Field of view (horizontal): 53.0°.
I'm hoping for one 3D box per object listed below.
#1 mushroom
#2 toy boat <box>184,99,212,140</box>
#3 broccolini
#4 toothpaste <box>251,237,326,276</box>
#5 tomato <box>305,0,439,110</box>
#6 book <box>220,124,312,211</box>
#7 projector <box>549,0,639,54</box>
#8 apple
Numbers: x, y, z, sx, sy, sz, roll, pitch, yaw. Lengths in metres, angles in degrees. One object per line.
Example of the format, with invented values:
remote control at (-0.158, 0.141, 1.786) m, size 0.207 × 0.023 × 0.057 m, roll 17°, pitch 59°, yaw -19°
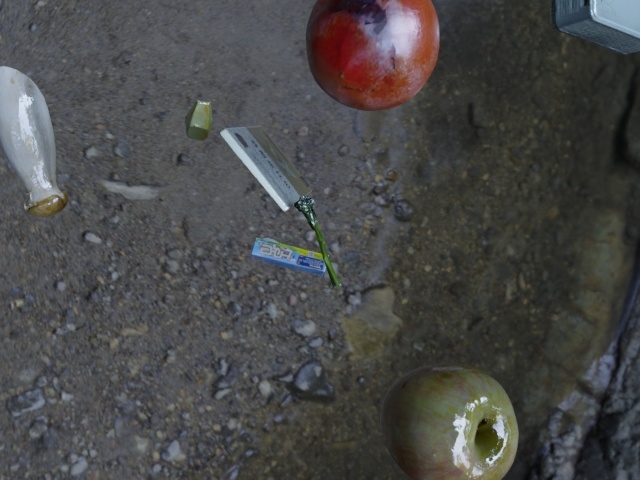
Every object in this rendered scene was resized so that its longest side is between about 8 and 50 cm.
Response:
mushroom at (-0.677, -0.226, 1.490) m, size 0.128 × 0.128 × 0.350 m, roll -17°, pitch 102°, yaw -24°
toy boat at (-0.283, -0.280, 1.490) m, size 0.065 × 0.172 × 0.066 m, roll 6°, pitch 79°, yaw -16°
broccolini at (0.000, 0.001, 1.317) m, size 0.044 × 0.042 × 0.218 m, roll -12°, pitch 67°, yaw -26°
toothpaste at (-0.076, 0.034, 1.651) m, size 0.193 × 0.044 × 0.070 m, roll 14°, pitch 68°, yaw 0°
tomato at (0.077, -0.302, 0.968) m, size 0.208 × 0.184 × 0.208 m, roll 4°, pitch 104°, yaw 15°
book at (-0.115, -0.177, 1.489) m, size 0.021 × 0.310 × 0.217 m, roll -38°, pitch 94°, yaw 14°
projector at (0.512, -0.453, 1.148) m, size 0.256 × 0.099 × 0.192 m, roll 0°, pitch 91°, yaw -37°
apple at (0.248, 0.369, 1.270) m, size 0.256 × 0.234 × 0.257 m, roll 9°, pitch 75°, yaw -35°
